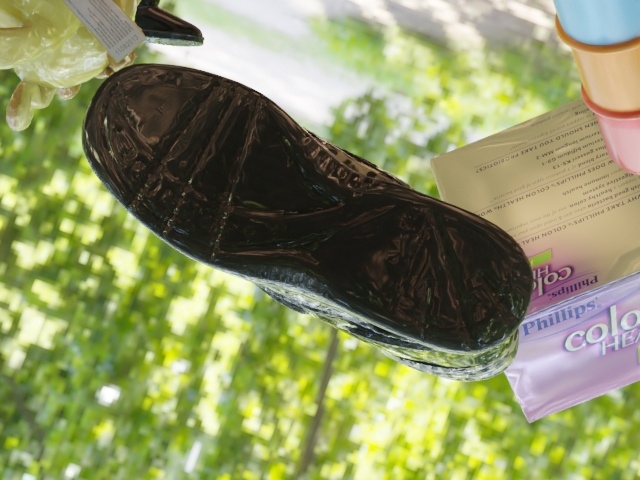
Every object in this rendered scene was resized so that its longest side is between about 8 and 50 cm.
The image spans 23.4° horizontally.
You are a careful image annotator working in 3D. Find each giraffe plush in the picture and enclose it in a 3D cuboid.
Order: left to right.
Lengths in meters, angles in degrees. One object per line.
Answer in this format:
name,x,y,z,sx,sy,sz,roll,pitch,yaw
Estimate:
giraffe plush,-0.151,-0.156,0.856,0.170,0.181,0.210,97,149,-75

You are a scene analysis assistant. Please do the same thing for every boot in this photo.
boot,-0.188,-0.275,1.766,0.121,0.099,0.045,7,175,-2
boot,0.000,0.002,0.796,0.236,0.085,0.178,26,173,14

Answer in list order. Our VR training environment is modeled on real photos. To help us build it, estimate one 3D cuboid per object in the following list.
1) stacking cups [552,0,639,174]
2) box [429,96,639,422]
stacking cups,0.182,-0.169,0.950,0.096,0.096,0.316,21,154,40
box,0.230,0.000,1.311,0.243,0.213,0.117,-103,-12,-52
